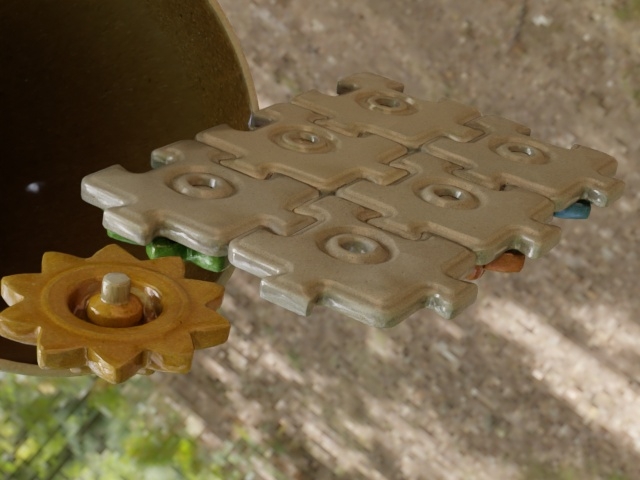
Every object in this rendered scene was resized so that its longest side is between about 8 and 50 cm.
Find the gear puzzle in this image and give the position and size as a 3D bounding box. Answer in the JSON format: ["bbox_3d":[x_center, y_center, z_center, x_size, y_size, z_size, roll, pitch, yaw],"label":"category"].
[{"bbox_3d":[0.000,0.000,0.613,0.175,0.339,0.044,23,119,26],"label":"gear puzzle"}]

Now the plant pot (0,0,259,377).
[{"bbox_3d":[-0.197,-0.037,0.745,0.237,0.237,0.254,45,149,-22],"label":"plant pot"}]
